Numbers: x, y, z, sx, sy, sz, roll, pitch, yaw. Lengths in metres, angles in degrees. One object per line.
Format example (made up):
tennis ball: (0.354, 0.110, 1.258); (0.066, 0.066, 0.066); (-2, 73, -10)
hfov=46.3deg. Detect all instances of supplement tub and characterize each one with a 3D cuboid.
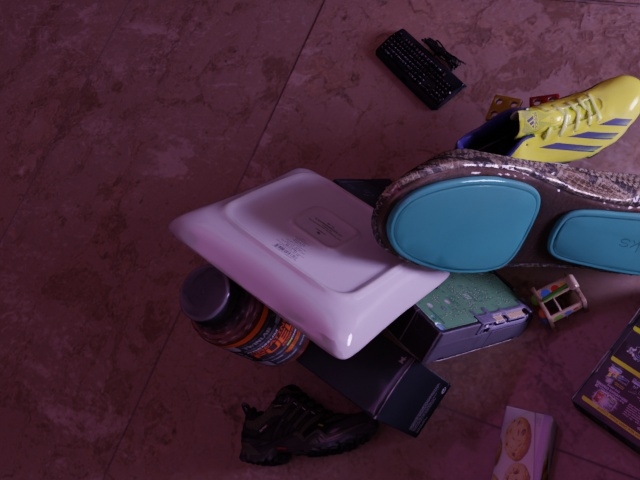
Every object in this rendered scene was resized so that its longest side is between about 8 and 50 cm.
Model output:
supplement tub: (-0.095, 0.093, 0.950); (0.106, 0.198, 0.106); (-10, 67, 24)

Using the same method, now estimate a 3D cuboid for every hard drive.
hard drive: (0.120, 0.027, 1.085); (0.339, 0.236, 0.064); (45, 123, 33)

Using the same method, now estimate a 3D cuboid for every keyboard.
keyboard: (0.179, -0.320, 1.325); (0.100, 0.038, 0.192); (-40, 58, 3)

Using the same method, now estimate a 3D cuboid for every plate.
plate: (0.000, 0.000, 0.939); (0.277, 0.278, 0.045); (35, 126, 20)

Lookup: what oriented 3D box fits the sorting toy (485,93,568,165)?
sorting toy: (0.315, -0.105, 1.159); (0.132, 0.046, 0.275); (-7, 66, 21)

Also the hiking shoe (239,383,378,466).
hiking shoe: (-0.025, 0.266, 1.121); (0.226, 0.086, 0.114); (-16, 65, 18)

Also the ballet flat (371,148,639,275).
ballet flat: (0.265, -0.045, 0.983); (0.182, 0.482, 0.164); (-113, 33, -50)

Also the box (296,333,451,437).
box: (0.037, 0.160, 1.084); (0.261, 0.184, 0.103); (32, 82, 33)

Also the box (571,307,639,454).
box: (0.492, 0.201, 0.934); (0.270, 0.060, 0.216); (35, 85, 32)

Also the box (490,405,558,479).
box: (0.242, 0.380, 0.962); (0.067, 0.063, 0.324); (8, 71, 28)

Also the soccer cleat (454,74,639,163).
soccer cleat: (0.329, -0.162, 1.078); (0.289, 0.121, 0.094); (-25, 59, 12)

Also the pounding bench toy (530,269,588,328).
pounding bench toy: (0.329, 0.079, 1.047); (0.065, 0.083, 0.052); (-28, 59, 9)
